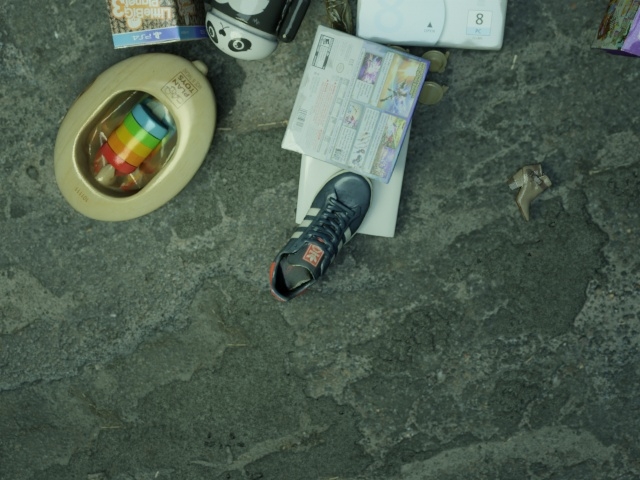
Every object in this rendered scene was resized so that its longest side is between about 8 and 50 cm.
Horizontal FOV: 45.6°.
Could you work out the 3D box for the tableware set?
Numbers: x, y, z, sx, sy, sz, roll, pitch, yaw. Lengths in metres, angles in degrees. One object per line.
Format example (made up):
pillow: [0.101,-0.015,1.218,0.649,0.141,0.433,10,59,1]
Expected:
tableware set: [0.199,-0.361,1.650,0.168,0.020,0.141,12,143,2]

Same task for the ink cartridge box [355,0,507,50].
ink cartridge box: [0.239,-0.598,1.576,0.308,0.091,0.385,5,108,6]

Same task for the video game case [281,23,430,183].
video game case: [0.074,-0.286,1.605,0.244,0.061,0.270,20,105,5]

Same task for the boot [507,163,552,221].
boot: [0.478,-0.111,1.710,0.087,0.042,0.118,-25,102,11]

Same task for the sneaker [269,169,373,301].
sneaker: [0.000,0.000,1.698,0.131,0.148,0.350,31,113,-5]

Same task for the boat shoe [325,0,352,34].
boat shoe: [0.042,-0.494,1.654,0.050,0.045,0.135,1,110,15]

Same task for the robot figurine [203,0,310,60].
robot figurine: [-0.136,-0.519,1.600,0.173,0.209,0.278,15,109,-28]

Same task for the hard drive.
hard drive: [0.076,-0.191,1.714,0.233,0.047,0.353,9,113,5]

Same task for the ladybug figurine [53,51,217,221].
ladybug figurine: [-0.404,-0.237,1.721,0.449,0.162,0.305,-40,97,16]

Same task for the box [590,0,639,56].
box: [0.611,-0.458,1.462,0.057,0.293,0.201,19,108,3]

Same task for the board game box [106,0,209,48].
board game box: [-0.350,-0.558,1.587,0.141,0.232,0.291,-5,106,8]
